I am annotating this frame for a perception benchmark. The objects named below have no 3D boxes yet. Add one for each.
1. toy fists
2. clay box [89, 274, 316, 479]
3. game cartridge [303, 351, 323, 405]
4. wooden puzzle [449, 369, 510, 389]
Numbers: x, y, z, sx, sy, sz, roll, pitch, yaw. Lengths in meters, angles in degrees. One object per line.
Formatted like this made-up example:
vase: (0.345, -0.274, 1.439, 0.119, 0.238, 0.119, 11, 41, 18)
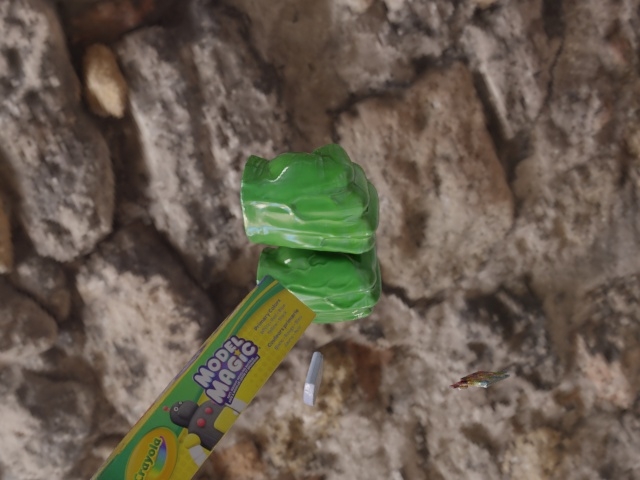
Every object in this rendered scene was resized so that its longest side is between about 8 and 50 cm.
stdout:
toy fists: (0.000, 0.000, 1.118, 0.279, 0.142, 0.096, 85, -166, -49)
clay box: (-0.101, 0.134, 0.705, 0.053, 0.222, 0.127, 41, 148, -1)
game cartridge: (-0.010, 0.192, 1.341, 0.083, 0.017, 0.056, 91, -170, -60)
wooden puzzle: (0.204, 0.174, 1.243, 0.049, 0.083, 0.006, -4, 97, 46)
